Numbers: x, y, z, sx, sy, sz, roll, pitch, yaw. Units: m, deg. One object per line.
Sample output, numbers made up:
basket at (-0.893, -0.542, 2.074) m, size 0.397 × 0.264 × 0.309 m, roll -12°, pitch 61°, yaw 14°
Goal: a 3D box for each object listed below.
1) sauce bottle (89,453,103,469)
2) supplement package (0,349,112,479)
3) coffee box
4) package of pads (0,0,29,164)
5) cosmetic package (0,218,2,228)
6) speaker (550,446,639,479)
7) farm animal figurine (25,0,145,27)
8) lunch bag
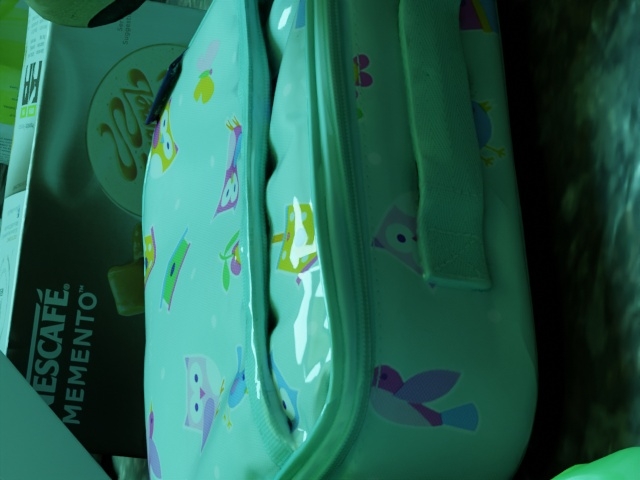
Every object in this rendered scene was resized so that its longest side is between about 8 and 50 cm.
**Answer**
sauce bottle at (-0.176, 0.149, 1.427) m, size 0.128 × 0.042 × 0.042 m, roll -130°, pitch 51°, yaw -65°
supplement package at (-0.181, 0.203, 0.958) m, size 0.293 × 0.177 × 0.175 m, roll 47°, pitch 139°, yaw 19°
coffee box at (-0.106, -0.007, 1.101) m, size 0.098 × 0.141 × 0.246 m, roll -174°, pitch 93°, yaw -72°
package of pads at (-0.255, -0.179, 1.514) m, size 0.296 × 0.229 × 0.101 m, roll -100°, pitch 27°, yaw -47°
cosmetic package at (-0.220, 0.042, 1.290) m, size 0.085 × 0.231 × 0.117 m, roll -173°, pitch 92°, yaw -73°
speaker at (0.077, 0.126, 0.481) m, size 0.296 × 0.131 × 0.131 m, roll 130°, pitch 144°, yaw -60°
farm animal figurine at (-0.061, -0.234, 0.860) m, size 0.330 × 0.172 × 0.327 m, roll -48°, pitch 42°, yaw -15°
lunch bag at (0.000, 0.000, 0.809) m, size 0.224 × 0.108 × 0.279 m, roll 121°, pitch 150°, yaw -52°
